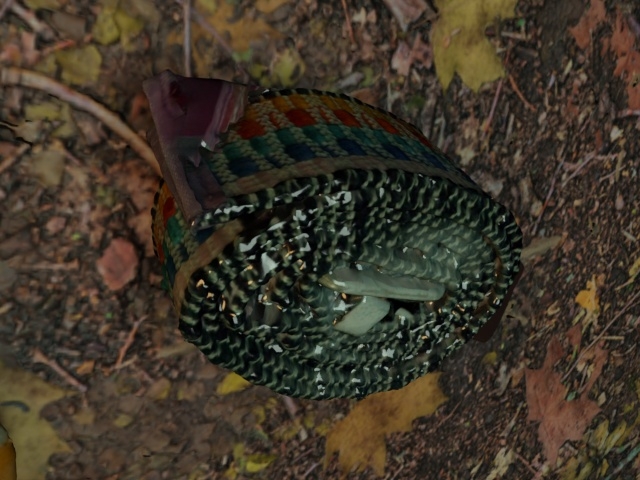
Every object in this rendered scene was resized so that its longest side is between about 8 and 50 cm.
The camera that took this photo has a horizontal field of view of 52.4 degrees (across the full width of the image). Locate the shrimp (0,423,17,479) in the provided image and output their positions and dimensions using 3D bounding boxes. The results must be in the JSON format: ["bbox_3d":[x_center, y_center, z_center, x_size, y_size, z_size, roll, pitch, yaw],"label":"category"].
[{"bbox_3d":[-0.335,0.206,0.408,0.287,0.063,0.152,-37,122,-20],"label":"shrimp"}]

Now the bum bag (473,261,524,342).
[{"bbox_3d":[0.158,0.051,0.700,0.159,0.026,0.109,21,94,-37],"label":"bum bag"}]

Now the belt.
[{"bbox_3d":[0.000,0.000,0.499,0.295,0.160,0.206,5,122,-34],"label":"belt"}]
